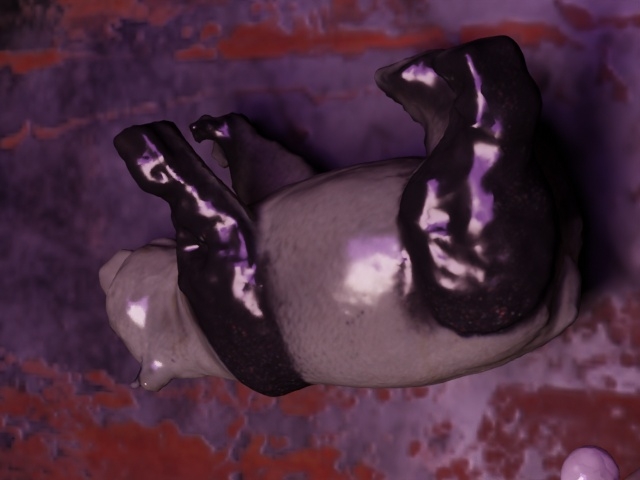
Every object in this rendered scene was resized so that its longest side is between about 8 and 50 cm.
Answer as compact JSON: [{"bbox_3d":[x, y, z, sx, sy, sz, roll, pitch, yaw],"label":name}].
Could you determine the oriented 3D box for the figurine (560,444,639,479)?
[{"bbox_3d":[0.173,0.148,0.606,0.236,0.141,0.162,32,78,29],"label":"figurine"}]

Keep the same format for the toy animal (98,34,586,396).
[{"bbox_3d":[0.000,0.000,0.723,0.225,0.094,0.121,-12,93,29],"label":"toy animal"}]
